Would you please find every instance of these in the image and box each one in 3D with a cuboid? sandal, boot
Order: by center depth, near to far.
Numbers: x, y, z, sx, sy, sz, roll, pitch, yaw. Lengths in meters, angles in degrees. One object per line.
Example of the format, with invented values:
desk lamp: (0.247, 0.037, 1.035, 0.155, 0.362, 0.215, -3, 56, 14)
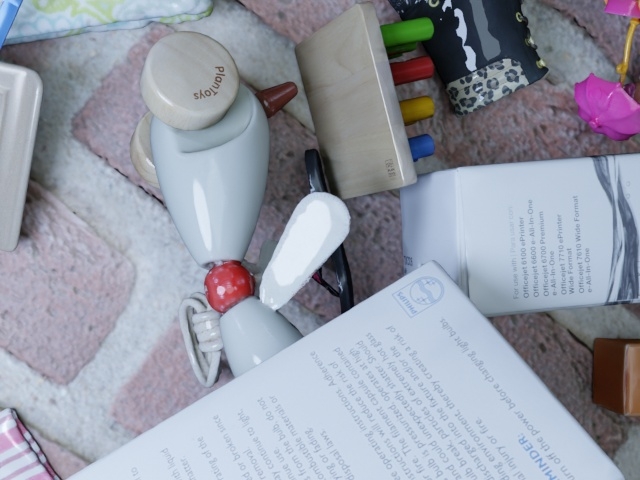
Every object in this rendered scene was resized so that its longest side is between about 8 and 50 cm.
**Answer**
sandal: (0.000, 0.000, 0.886, 0.040, 0.067, 0.179, -15, 88, 4)
boot: (0.190, -0.249, 0.890, 0.236, 0.085, 0.179, -29, 98, 0)

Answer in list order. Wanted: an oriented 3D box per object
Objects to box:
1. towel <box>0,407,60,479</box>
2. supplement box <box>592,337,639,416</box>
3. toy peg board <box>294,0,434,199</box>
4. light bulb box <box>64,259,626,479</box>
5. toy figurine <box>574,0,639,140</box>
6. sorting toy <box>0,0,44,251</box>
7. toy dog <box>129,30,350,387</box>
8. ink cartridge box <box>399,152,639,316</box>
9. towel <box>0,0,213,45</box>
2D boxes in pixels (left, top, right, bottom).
towel: (-0.313, 0.279, 0.869, 0.144, 0.029, 0.197, -31, 95, -6)
supplement box: (0.409, 0.140, 0.933, 0.233, 0.078, 0.080, 3, 88, -8)
toy peg board: (0.057, -0.130, 0.845, 0.079, 0.161, 0.161, -16, 94, -21)
light bulb box: (0.022, 0.272, 0.718, 0.361, 0.225, 0.358, -30, 140, -9)
toy figurine: (0.327, -0.179, 0.912, 0.173, 0.130, 0.159, 8, 105, -31)
sorting toy: (-0.358, -0.090, 0.809, 0.195, 0.047, 0.348, 12, 113, -12)
toy dog: (-0.054, -0.027, 0.811, 0.160, 0.220, 0.334, -18, 98, -23)
ink cartridge box: (0.246, -0.012, 0.833, 0.307, 0.223, 0.129, -5, 92, -7)
towel: (-0.308, -0.341, 0.824, 0.374, 0.090, 0.321, -10, 96, -7)
